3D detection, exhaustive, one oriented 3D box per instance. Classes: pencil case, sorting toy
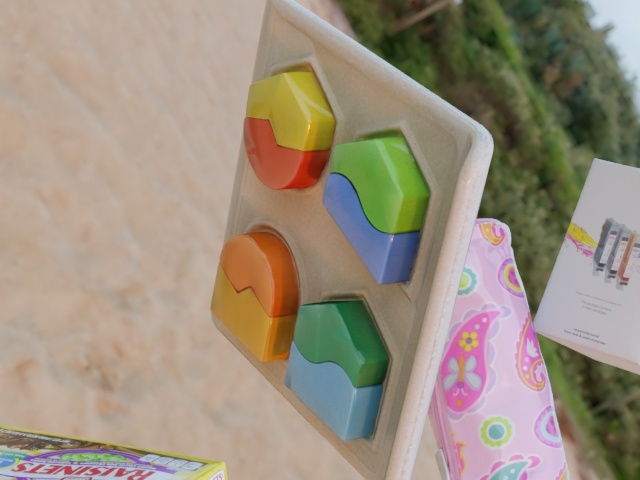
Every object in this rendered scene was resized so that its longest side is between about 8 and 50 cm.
[{"bbox_3d":[0.143,0.125,1.458,0.124,0.124,0.284,46,32,-76],"label":"pencil case"},{"bbox_3d":[0.000,0.000,0.778,0.208,0.038,0.193,45,-49,49],"label":"sorting toy"}]

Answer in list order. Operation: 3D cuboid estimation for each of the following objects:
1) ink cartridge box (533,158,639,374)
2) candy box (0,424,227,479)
[{"bbox_3d":[0.304,0.032,1.490,0.127,0.176,0.128,18,-5,44],"label":"ink cartridge box"},{"bbox_3d":[-0.178,0.167,1.117,0.105,0.206,0.027,-30,120,-56],"label":"candy box"}]
